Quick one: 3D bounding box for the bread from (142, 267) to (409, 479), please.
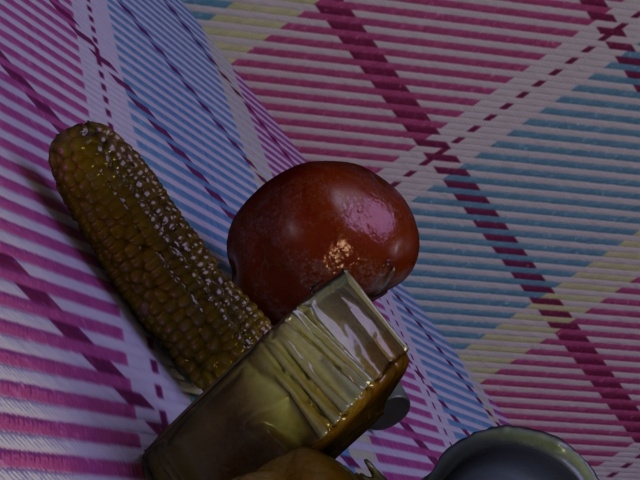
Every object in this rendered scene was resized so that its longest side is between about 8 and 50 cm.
[{"bbox_3d":[-0.030,0.136,1.314,0.110,0.210,0.192,47,17,5],"label":"bread"}]

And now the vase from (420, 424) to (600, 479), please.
[{"bbox_3d":[0.200,0.350,1.870,0.245,0.245,0.291,56,14,4],"label":"vase"}]

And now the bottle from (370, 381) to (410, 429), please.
[{"bbox_3d":[0.051,0.161,2.282,0.072,0.072,0.201,46,12,-52],"label":"bottle"}]

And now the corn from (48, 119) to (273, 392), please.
[{"bbox_3d":[-0.147,0.016,1.534,0.292,0.101,0.101,55,7,-10],"label":"corn"}]

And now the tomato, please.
[{"bbox_3d":[0.002,-0.001,1.999,0.189,0.232,0.232,63,8,5],"label":"tomato"}]

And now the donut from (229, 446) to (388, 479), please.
[{"bbox_3d":[0.030,0.305,1.140,0.360,0.170,0.360,59,3,-5],"label":"donut"}]
